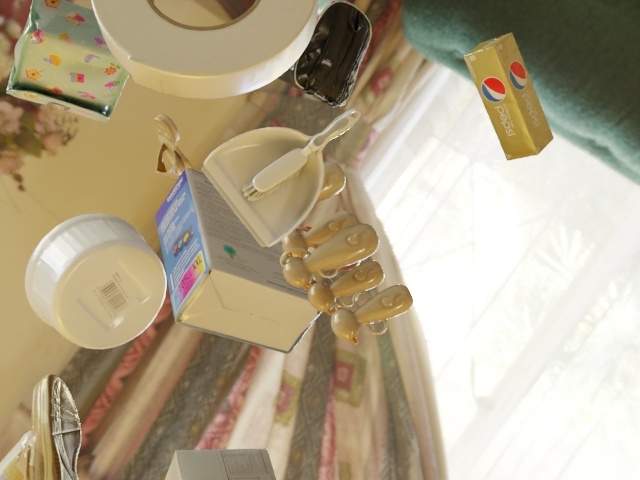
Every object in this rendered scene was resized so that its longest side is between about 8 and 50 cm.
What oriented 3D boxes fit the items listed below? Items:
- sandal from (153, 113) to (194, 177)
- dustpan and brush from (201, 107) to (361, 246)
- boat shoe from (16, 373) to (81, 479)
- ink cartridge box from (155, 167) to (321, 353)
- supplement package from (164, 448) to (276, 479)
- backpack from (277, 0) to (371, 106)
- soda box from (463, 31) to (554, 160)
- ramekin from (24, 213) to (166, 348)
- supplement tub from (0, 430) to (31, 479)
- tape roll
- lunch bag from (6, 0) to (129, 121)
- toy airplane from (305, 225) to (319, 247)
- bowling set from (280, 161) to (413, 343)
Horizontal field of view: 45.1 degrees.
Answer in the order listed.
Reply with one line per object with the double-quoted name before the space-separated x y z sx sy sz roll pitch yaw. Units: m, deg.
"sandal" -0.380 -0.201 1.901 0.088 0.079 0.240 29 152 27
"dustpan and brush" -0.031 -0.109 1.025 0.147 0.211 0.060 52 161 1
"boat shoe" -0.550 0.435 1.530 0.121 0.110 0.340 60 -164 -62
"ink cartridge box" -0.178 0.018 1.582 0.270 0.151 0.395 22 -150 -33
"supplement package" -0.215 0.551 1.604 0.203 0.194 0.149 7 -146 -27
"backpack" 0.006 -0.503 2.002 0.225 0.253 0.191 17 -166 -47
"soda box" 0.287 -0.215 1.170 0.058 0.061 0.181 -8 115 48
"ramekin" -0.462 0.094 1.625 0.277 0.277 0.135 33 178 -43
"supplement tub" -0.746 0.586 2.005 0.144 0.199 0.144 42 -178 -2
"tape roll" -0.196 -0.424 1.327 0.392 0.392 0.072 36 161 12
"lunch bag" -0.528 -0.360 1.624 0.224 0.262 0.160 13 -128 -27
"toy airplane" 0.000 0.000 1.853 0.151 0.028 0.151 17 -165 -5
"bowling set" 0.011 0.042 1.216 0.287 0.154 0.200 62 170 17
